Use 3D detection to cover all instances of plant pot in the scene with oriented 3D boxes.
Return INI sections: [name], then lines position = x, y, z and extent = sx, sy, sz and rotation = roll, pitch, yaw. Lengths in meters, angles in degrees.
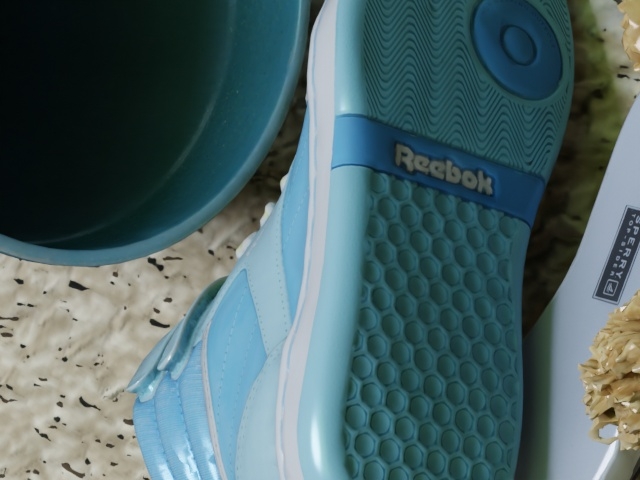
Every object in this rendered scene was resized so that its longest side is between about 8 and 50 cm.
[plant pot]
position = -0.188, -0.122, 0.903
extent = 0.255, 0.271, 0.272
rotation = -2, 85, 46

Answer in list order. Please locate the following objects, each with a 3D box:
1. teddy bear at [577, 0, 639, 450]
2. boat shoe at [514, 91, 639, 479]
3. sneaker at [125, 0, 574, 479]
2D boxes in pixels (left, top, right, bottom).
[teddy bear]
position = 0.223, 0.027, 0.687
extent = 0.245, 0.113, 0.338
rotation = -42, 88, 8
[boat shoe]
position = 0.137, 0.037, 0.787
extent = 0.080, 0.076, 0.229
rotation = 20, 89, 54
[sneaker]
position = 0.000, 0.000, 0.848
extent = 0.208, 0.127, 0.319
rotation = -28, 43, 54
